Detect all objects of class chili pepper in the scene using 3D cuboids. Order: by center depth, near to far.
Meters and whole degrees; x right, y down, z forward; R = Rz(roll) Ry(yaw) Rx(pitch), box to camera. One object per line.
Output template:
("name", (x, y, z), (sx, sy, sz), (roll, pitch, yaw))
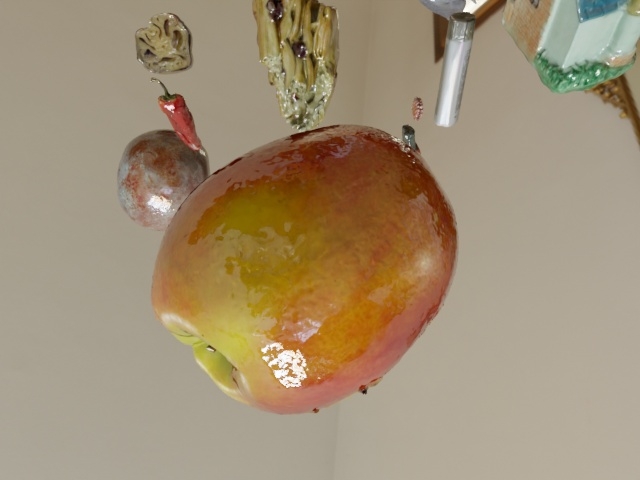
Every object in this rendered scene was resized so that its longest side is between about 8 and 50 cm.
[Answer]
("chili pepper", (-0.316, -0.269, 1.075), (0.059, 0.268, 0.050), (-15, -114, -3))

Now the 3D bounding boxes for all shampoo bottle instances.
("shampoo bottle", (0.294, -0.372, 1.049), (0.056, 0.227, 0.086), (12, -141, 15))

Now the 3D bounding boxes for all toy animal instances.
("toy animal", (0.295, -0.613, 1.174), (0.367, 0.206, 0.081), (8, -79, -36))

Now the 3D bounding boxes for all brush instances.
("brush", (0.244, -0.164, 1.277), (0.051, 0.323, 0.070), (-16, -135, -6))

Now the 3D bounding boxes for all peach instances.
("peach", (0.000, 0.000, 0.591), (0.380, 0.306, 0.242), (-49, -48, -35))

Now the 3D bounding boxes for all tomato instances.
("tomato", (-0.474, -0.187, 1.473), (0.282, 0.316, 0.317), (14, -121, -29))

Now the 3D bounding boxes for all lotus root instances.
("lotus root", (-0.543, -0.699, 1.704), (0.188, 0.199, 0.180), (-1, -159, -4))

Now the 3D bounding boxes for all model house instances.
("model house", (0.523, -0.501, 0.926), (0.194, 0.325, 0.267), (-17, -118, 1))

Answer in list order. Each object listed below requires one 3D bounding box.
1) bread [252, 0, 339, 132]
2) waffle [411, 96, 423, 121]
("bread", (-0.043, -0.460, 1.202), (0.314, 0.191, 0.370), (-85, -11, -66))
("waffle", (0.342, -0.462, 1.676), (0.029, 0.075, 0.083), (-2, -130, -3))
